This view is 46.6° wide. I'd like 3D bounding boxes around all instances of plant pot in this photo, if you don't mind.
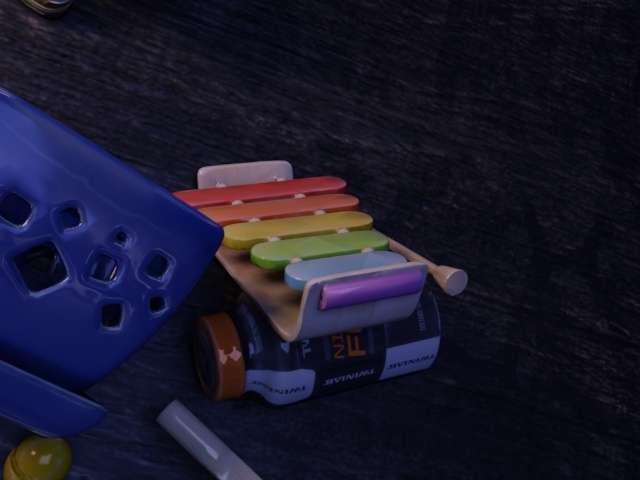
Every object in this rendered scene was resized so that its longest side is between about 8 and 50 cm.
[{"bbox_3d":[-0.259,0.027,0.630,0.236,0.236,0.212,34,73,-26],"label":"plant pot"}]

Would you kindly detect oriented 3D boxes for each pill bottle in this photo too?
[{"bbox_3d":[-0.007,0.102,0.788,0.246,0.130,0.130,-9,82,-25],"label":"pill bottle"}]

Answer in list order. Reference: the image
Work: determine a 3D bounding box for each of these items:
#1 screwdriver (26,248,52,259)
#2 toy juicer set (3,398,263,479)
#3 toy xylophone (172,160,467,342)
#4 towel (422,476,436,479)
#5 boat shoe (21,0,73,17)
[{"bbox_3d":[-0.326,0.030,0.734,0.170,0.025,0.024,-22,87,-35],"label":"screwdriver"},{"bbox_3d":[-0.198,0.266,0.700,0.329,0.089,0.209,-24,75,-18],"label":"toy juicer set"},{"bbox_3d":[0.000,0.000,0.756,0.236,0.323,0.081,-12,118,-32],"label":"toy xylophone"},{"bbox_3d":[0.142,0.443,0.813,0.228,0.076,0.308,33,67,-21],"label":"towel"},{"bbox_3d":[-0.339,-0.317,0.772,0.190,0.072,0.068,32,68,-13],"label":"boat shoe"}]
